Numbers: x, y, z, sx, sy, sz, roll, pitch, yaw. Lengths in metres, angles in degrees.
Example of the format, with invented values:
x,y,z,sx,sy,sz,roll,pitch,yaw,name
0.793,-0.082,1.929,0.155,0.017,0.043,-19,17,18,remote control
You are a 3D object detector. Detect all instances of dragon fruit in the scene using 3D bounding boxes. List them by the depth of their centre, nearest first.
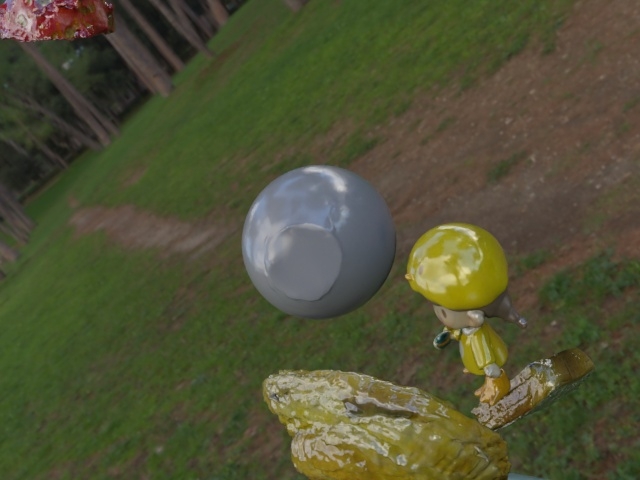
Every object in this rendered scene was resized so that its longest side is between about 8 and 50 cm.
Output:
x,y,z,sx,sy,sz,roll,pitch,yaw,name
-0.336,-0.315,1.054,0.153,0.110,0.153,2,22,-1,dragon fruit

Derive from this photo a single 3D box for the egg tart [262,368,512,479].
x,y,z,sx,sy,sz,roll,pitch,yaw,name
0.095,0.295,1.170,0.340,0.351,0.153,-3,56,48,egg tart

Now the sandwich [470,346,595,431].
x,y,z,sx,sy,sz,roll,pitch,yaw,name
0.490,0.336,1.879,0.251,0.087,0.226,-7,-34,-50,sandwich

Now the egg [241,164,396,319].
x,y,z,sx,sy,sz,roll,pitch,yaw,name
0.000,0.000,0.965,0.176,0.176,0.232,-37,2,8,egg

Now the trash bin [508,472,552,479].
x,y,z,sx,sy,sz,roll,pitch,yaw,name
0.322,0.423,1.281,0.059,0.116,0.130,-5,-2,-36,trash bin

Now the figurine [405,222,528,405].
x,y,z,sx,sy,sz,roll,pitch,yaw,name
0.277,0.129,1.572,0.187,0.343,0.215,-27,27,-14,figurine
